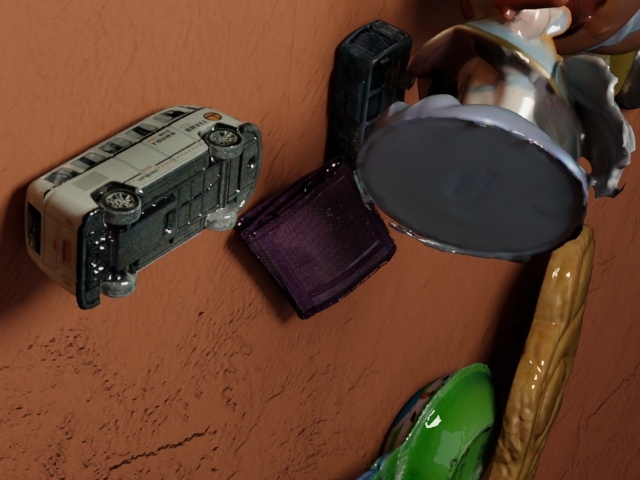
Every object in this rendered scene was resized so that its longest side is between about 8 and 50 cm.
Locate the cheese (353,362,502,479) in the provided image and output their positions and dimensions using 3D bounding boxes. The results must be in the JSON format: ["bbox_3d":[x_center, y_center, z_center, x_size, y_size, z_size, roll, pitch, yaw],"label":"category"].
[{"bbox_3d":[0.101,0.230,2.030,0.320,0.083,0.204,-26,138,-51],"label":"cheese"}]

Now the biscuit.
[{"bbox_3d":[0.241,0.159,2.139,0.269,0.051,0.376,-51,155,-62],"label":"biscuit"}]

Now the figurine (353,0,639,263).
[{"bbox_3d":[0.199,-0.182,1.610,0.277,0.248,0.388,-52,-163,55],"label":"figurine"}]

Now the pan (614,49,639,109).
[{"bbox_3d":[0.388,-0.218,2.152,0.212,0.040,0.115,-40,150,-33],"label":"pan"}]

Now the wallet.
[{"bbox_3d":[0.001,0.001,1.676,0.111,0.030,0.166,-33,147,1],"label":"wallet"}]

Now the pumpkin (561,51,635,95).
[{"bbox_3d":[0.254,-0.193,1.895,0.217,0.110,0.217,-36,137,-43],"label":"pumpkin"}]

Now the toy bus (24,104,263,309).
[{"bbox_3d":[-0.128,-0.035,1.416,0.194,0.089,0.087,-34,143,-40],"label":"toy bus"}]

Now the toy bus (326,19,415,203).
[{"bbox_3d":[0.040,-0.105,1.676,0.065,0.047,0.166,-29,139,-39],"label":"toy bus"}]
